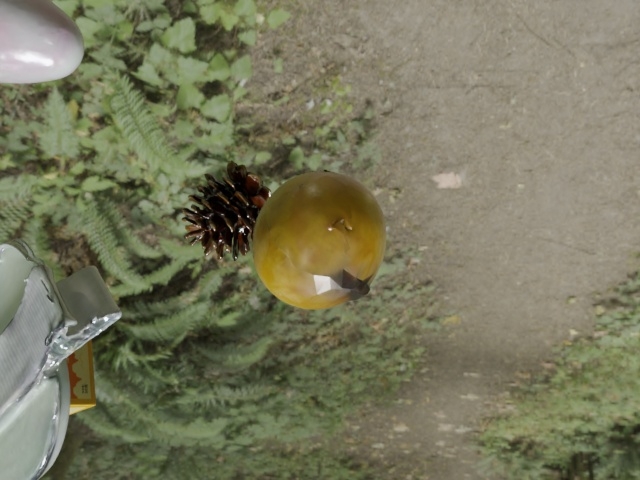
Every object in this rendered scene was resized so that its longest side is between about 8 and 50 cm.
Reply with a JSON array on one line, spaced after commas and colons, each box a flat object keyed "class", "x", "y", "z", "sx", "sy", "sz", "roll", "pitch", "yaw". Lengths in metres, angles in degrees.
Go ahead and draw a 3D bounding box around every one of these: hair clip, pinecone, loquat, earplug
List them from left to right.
[{"class": "earplug", "x": -0.450, "y": -0.282, "z": 0.809, "sx": 0.301, "sy": 0.172, "sz": 0.172, "roll": 15, "pitch": 154, "yaw": -1}, {"class": "hair clip", "x": -0.215, "y": 0.092, "z": 0.417, "sx": 0.220, "sy": 0.140, "sz": 0.054, "roll": -42, "pitch": 164, "yaw": 23}, {"class": "pinecone", "x": -0.238, "y": -0.064, "z": 1.653, "sx": 0.264, "sy": 0.264, "sz": 0.264, "roll": 6, "pitch": 155, "yaw": 3}, {"class": "loquat", "x": 0.000, "y": 0.000, "z": 1.053, "sx": 0.235, "sy": 0.235, "sz": 0.235, "roll": 6, "pitch": 155, "yaw": 3}]

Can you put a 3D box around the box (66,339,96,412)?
[{"class": "box", "x": -0.724, "y": 0.294, "z": 1.545, "sx": 0.259, "sy": 0.283, "sz": 0.214, "roll": -23, "pitch": 157, "yaw": 26}]
